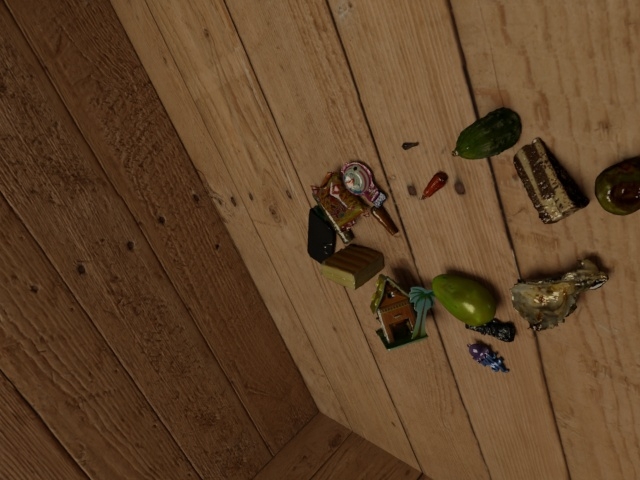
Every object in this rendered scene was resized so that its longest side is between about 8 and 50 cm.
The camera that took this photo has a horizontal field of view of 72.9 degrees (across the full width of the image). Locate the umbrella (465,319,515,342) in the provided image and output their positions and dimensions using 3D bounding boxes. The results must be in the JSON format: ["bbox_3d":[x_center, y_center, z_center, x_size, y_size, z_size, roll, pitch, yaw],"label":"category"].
[{"bbox_3d":[0.698,0.367,1.811,0.224,0.071,0.080,1,94,59],"label":"umbrella"}]

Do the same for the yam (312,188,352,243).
[{"bbox_3d":[0.062,-0.124,2.195,0.071,0.067,0.317,-28,99,46],"label":"yam"}]

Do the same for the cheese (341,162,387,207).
[{"bbox_3d":[0.185,-0.245,1.899,0.244,0.062,0.155,45,135,8],"label":"cheese"}]

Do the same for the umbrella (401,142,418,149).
[{"bbox_3d":[0.336,-0.357,1.635,0.083,0.020,0.031,-2,119,49],"label":"umbrella"}]

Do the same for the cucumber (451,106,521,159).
[{"bbox_3d":[0.475,-0.299,1.287,0.134,0.244,0.134,40,146,34],"label":"cucumber"}]

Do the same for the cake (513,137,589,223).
[{"bbox_3d":[0.693,-0.175,1.303,0.112,0.135,0.246,-42,55,48],"label":"cake"}]

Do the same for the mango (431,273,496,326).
[{"bbox_3d":[0.584,0.241,1.761,0.273,0.149,0.185,26,147,47],"label":"mango"}]

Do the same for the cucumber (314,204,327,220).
[{"bbox_3d":[0.004,-0.147,2.268,0.105,0.048,0.048,40,147,23],"label":"cucumber"}]

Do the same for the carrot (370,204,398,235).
[{"bbox_3d":[0.284,-0.091,1.938,0.161,0.055,0.055,53,149,-2],"label":"carrot"}]

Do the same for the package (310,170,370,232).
[{"bbox_3d":[0.092,-0.192,2.053,0.288,0.108,0.223,50,144,-6],"label":"package"}]

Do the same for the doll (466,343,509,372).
[{"bbox_3d":[0.737,0.520,1.913,0.206,0.067,0.110,36,132,9],"label":"doll"}]

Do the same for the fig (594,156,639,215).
[{"bbox_3d":[0.796,-0.134,1.130,0.144,0.154,0.166,17,166,26],"label":"fig"}]

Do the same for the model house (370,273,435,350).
[{"bbox_3d":[0.398,0.291,2.058,0.300,0.340,0.324,-106,-3,-83],"label":"model house"}]

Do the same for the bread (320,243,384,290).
[{"bbox_3d":[0.156,0.121,2.148,0.246,0.239,0.111,18,129,42],"label":"bread"}]

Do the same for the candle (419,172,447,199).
[{"bbox_3d":[0.423,-0.195,1.645,0.053,0.048,0.162,33,147,1],"label":"candle"}]

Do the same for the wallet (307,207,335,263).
[{"bbox_3d":[0.000,0.000,2.420,0.197,0.051,0.378,39,148,25],"label":"wallet"}]

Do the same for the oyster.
[{"bbox_3d":[0.774,0.164,1.439,0.198,0.133,0.337,47,146,16],"label":"oyster"}]
